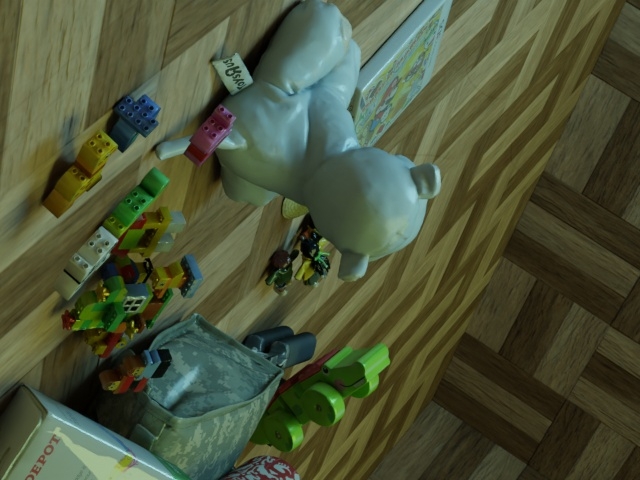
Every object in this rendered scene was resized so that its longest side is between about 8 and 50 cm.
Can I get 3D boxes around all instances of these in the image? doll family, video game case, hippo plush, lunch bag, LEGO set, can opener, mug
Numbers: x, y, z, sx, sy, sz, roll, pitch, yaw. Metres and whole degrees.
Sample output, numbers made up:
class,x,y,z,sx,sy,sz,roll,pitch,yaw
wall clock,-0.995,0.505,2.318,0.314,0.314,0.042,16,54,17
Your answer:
class,x,y,z,sx,sy,sz,roll,pitch,yaw
doll family,0.000,0.000,2.226,0.193,0.076,0.111,-57,164,-22
video game case,0.096,-0.212,2.150,0.227,0.026,0.206,-49,165,-29
hippo plush,0.022,-0.101,1.672,0.234,0.237,0.294,-56,167,1
lunch bag,-0.196,0.240,1.867,0.235,0.169,0.287,-60,171,17
LEGO set,-0.168,-0.066,1.392,0.227,0.087,0.093,-50,-179,-28
can opener,-0.081,0.184,2.331,0.283,0.076,0.095,-6,109,-74
mug,-0.104,0.315,1.859,0.169,0.150,0.113,-30,116,-70

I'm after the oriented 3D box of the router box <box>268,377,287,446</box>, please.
class,x,y,z,sx,sy,sz,roll,pitch,yaw
router box,-0.075,0.292,2.722,0.092,0.038,0.122,-52,167,-14

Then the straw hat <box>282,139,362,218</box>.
class,x,y,z,sx,sy,sz,roll,pitch,yaw
straw hat,0.023,-0.062,2.103,0.144,0.061,0.144,-40,161,-16

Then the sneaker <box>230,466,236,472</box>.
class,x,y,z,sx,sy,sz,roll,pitch,yaw
sneaker,-0.229,0.406,2.226,0.146,0.134,0.343,-61,167,22

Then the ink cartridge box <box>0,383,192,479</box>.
class,x,y,z,sx,sy,sz,roll,pitch,yaw
ink cartridge box,-0.250,0.265,1.636,0.212,0.093,0.154,33,89,-33

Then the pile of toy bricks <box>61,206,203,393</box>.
class,x,y,z,sx,sy,sz,roll,pitch,yaw
pile of toy bricks,-0.206,0.068,1.600,0.105,0.118,0.212,-2,142,-34

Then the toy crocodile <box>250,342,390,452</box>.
class,x,y,z,sx,sy,sz,roll,pitch,yaw
toy crocodile,-0.011,0.231,2.435,0.115,0.105,0.340,-36,178,-38
